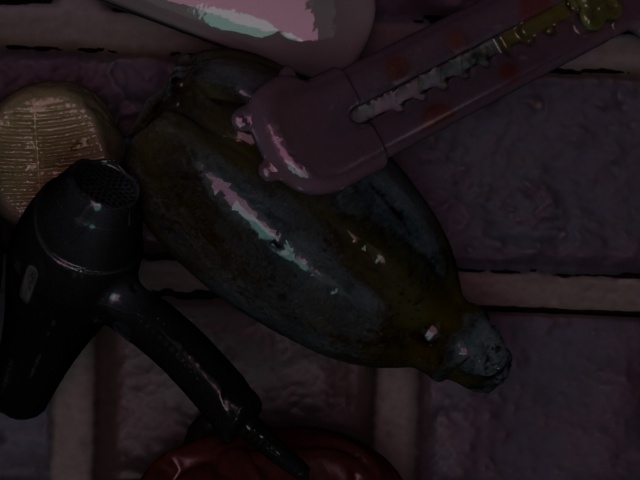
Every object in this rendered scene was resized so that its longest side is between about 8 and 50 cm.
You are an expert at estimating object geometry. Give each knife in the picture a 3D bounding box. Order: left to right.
[{"bbox_3d":[0.123,-0.134,1.182,0.398,0.038,0.132,-28,87,-21],"label":"knife"}]

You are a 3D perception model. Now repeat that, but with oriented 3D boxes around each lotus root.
[{"bbox_3d":[0.000,0.000,1.210,0.322,0.140,0.158,41,68,-7],"label":"lotus root"}]

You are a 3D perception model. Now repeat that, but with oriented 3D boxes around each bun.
[{"bbox_3d":[-0.192,-0.059,1.230,0.115,0.069,0.115,0,93,-2],"label":"bun"}]

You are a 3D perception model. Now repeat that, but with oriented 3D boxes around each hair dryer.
[{"bbox_3d":[-0.120,0.097,1.166,0.271,0.091,0.235,41,130,17],"label":"hair dryer"}]

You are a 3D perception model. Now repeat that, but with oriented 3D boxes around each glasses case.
[{"bbox_3d":[-0.073,-0.189,1.227,0.233,0.059,0.092,19,92,-2],"label":"glasses case"}]

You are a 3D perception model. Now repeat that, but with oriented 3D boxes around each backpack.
[{"bbox_3d":[-0.028,0.230,1.222,0.229,0.139,0.229,0,93,3],"label":"backpack"}]

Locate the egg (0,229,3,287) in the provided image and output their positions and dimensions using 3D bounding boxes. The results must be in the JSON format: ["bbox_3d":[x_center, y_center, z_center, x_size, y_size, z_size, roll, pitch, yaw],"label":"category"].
[{"bbox_3d":[-0.351,-0.018,1.141,0.250,0.250,0.322,-24,80,1],"label":"egg"}]
